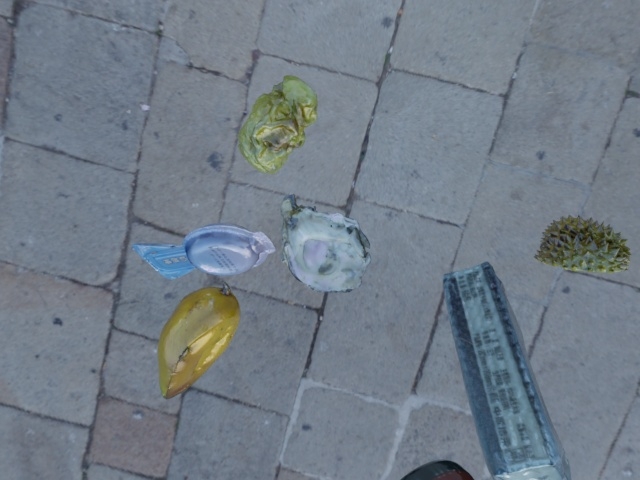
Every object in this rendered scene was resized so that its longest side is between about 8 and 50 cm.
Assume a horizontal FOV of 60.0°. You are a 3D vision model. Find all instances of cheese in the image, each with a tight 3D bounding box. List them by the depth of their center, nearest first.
[{"bbox_3d":[-0.197,0.021,0.967,0.245,0.052,0.135,-10,141,19],"label":"cheese"}]

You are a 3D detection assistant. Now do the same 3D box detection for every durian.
[{"bbox_3d":[0.671,0.026,1.467,0.260,0.186,0.153,-3,112,50],"label":"durian"}]

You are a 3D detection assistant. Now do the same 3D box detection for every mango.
[{"bbox_3d":[-0.156,0.126,0.693,0.066,0.101,0.187,39,119,23],"label":"mango"}]

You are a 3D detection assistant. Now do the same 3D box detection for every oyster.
[{"bbox_3d":[0.000,0.000,0.942,0.163,0.081,0.191,-25,93,23],"label":"oyster"}]

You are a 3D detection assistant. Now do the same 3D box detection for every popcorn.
[{"bbox_3d":[-0.128,-0.295,1.513,0.174,0.225,0.286,32,148,-11],"label":"popcorn"}]

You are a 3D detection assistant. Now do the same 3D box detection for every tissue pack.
[{"bbox_3d":[0.280,0.220,0.839,0.103,0.315,0.228,-21,138,18],"label":"tissue pack"}]

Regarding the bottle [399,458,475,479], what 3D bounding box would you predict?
[{"bbox_3d":[0.191,0.383,0.535,0.144,0.336,0.144,-14,122,-24],"label":"bottle"}]
